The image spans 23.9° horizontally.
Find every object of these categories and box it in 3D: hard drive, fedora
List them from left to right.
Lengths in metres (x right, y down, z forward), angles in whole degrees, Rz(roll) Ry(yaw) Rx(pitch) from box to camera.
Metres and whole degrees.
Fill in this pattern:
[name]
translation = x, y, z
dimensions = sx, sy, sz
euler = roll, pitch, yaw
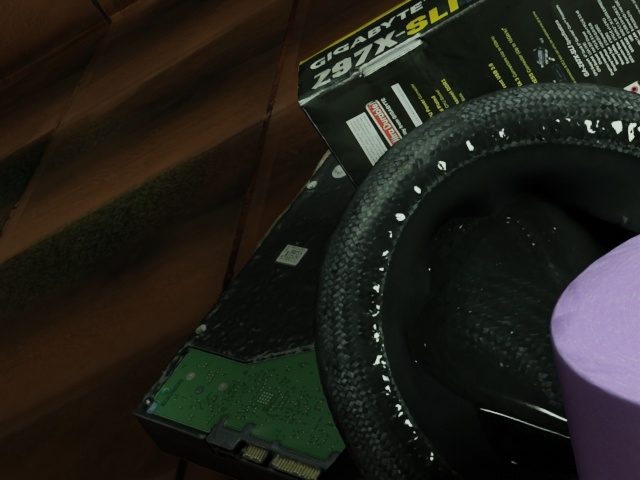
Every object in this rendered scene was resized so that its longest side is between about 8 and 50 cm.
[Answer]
[hard drive]
translation = 0.031, 0.060, 1.252
dimensions = 0.237, 0.064, 0.339
euler = 11, 53, 40
[fedora]
translation = 0.159, 0.071, 0.923
dimensions = 0.334, 0.334, 0.152
euler = -38, -9, -7

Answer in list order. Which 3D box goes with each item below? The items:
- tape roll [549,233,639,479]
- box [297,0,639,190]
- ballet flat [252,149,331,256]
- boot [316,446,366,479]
[tape roll]
translation = 0.239, 0.053, 0.630
dimensions = 0.274, 0.090, 0.275
euler = -13, 16, 4
[box]
translation = 0.176, -0.045, 1.019
dimensions = 0.257, 0.322, 0.079
euler = -29, 25, 16
[ballet flat]
translation = 0.000, 0.000, 1.492
dimensions = 0.106, 0.107, 0.316
euler = -42, 7, 42
[boot]
translation = -0.034, 0.204, 0.998
dimensions = 0.260, 0.131, 0.348
euler = -8, 30, 27
